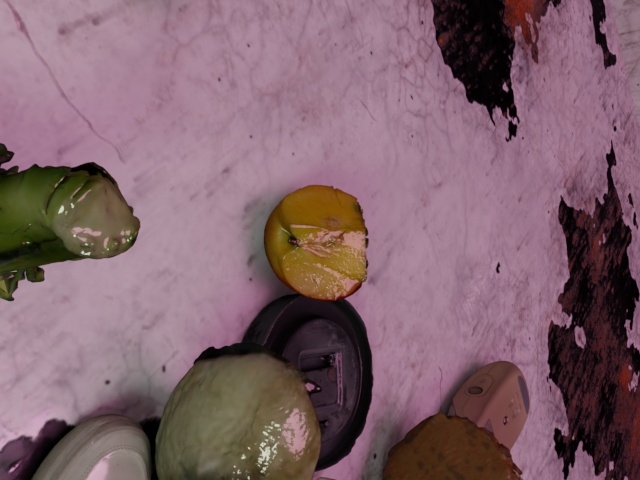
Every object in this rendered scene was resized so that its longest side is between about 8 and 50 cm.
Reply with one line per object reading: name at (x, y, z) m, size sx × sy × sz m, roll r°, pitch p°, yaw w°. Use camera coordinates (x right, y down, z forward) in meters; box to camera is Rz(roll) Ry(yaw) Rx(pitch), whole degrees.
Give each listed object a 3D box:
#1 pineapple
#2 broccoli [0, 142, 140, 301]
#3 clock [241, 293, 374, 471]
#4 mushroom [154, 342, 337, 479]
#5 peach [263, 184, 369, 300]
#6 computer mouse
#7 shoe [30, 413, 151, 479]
pineapple at (0.212, 0.416, 1.049) m, size 0.202 × 0.202 × 0.362 m, roll -66°, pitch 151°, yaw -29°
broccoli at (-0.258, -0.007, 0.430) m, size 0.198 × 0.275 × 0.177 m, roll -16°, pitch 101°, yaw -39°
clock at (-0.015, 0.176, 0.878) m, size 0.226 × 0.049 × 0.226 m, roll 3°, pitch 86°, yaw -49°
mushroom at (-0.052, 0.256, 0.675) m, size 0.130 × 0.247 × 0.344 m, roll -46°, pitch 146°, yaw -32°
peach at (-0.006, -0.001, 0.853) m, size 0.151 × 0.118 × 0.151 m, roll 2°, pitch 86°, yaw -21°
computer mouse at (0.285, 0.307, 1.198) m, size 0.236 × 0.082 × 0.145 m, roll -38°, pitch 116°, yaw -42°
shoe at (-0.184, 0.316, 0.583) m, size 0.124 × 0.159 × 0.316 m, roll 23°, pitch 73°, yaw -46°
